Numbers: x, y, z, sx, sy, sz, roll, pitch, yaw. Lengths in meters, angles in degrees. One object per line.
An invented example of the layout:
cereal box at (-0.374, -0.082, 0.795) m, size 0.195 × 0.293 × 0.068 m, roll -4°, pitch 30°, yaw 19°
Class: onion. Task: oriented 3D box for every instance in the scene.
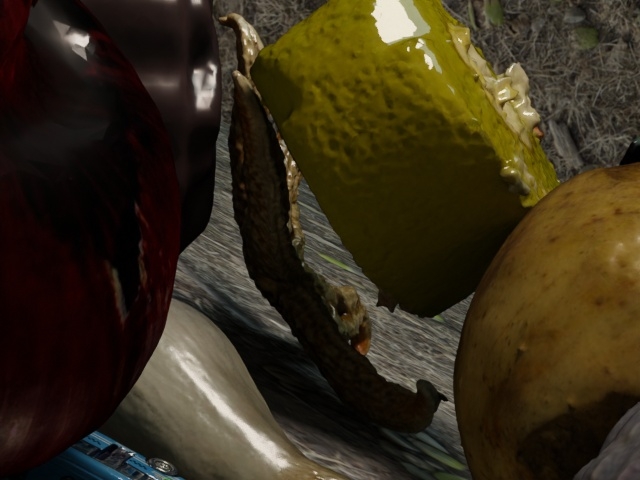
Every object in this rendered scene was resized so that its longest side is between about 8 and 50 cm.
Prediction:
onion at (-0.164, -0.045, 0.705) m, size 0.273 × 0.285 × 0.273 m, roll 27°, pitch 34°, yaw -20°

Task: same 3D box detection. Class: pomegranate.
pomegranate at (0.207, 0.086, 1.104) m, size 0.281 × 0.281 × 0.281 m, roll 27°, pitch 7°, yaw -3°

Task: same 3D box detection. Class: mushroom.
mushroom at (-0.045, 0.094, 0.846) m, size 0.225 × 0.093 × 0.116 m, roll 26°, pitch -17°, yaw 40°

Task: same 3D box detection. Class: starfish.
starfish at (-0.009, 0.006, 1.344) m, size 0.375 × 0.094 × 0.327 m, roll 62°, pitch 4°, yaw -68°

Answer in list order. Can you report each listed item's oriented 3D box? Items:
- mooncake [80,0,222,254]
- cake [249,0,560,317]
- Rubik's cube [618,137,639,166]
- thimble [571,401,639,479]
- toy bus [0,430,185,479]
mooncake at (-0.138, -0.119, 1.261) m, size 0.141 × 0.283 × 0.283 m, roll -5°, pitch 14°, yaw -9°
cake at (0.067, -0.060, 1.216) m, size 0.179 × 0.156 × 0.260 m, roll 59°, pitch 13°, yaw 18°
Rubik's cube at (0.338, 0.119, 1.352) m, size 0.283 × 0.288 × 0.293 m, roll 19°, pitch 13°, yaw -47°
thimble at (0.239, 0.167, 0.883) m, size 0.236 × 0.205 × 0.172 m, roll -7°, pitch 16°, yaw -12°
toy bus at (-0.100, 0.103, 0.785) m, size 0.083 × 0.038 × 0.046 m, roll 27°, pitch 11°, yaw 11°
